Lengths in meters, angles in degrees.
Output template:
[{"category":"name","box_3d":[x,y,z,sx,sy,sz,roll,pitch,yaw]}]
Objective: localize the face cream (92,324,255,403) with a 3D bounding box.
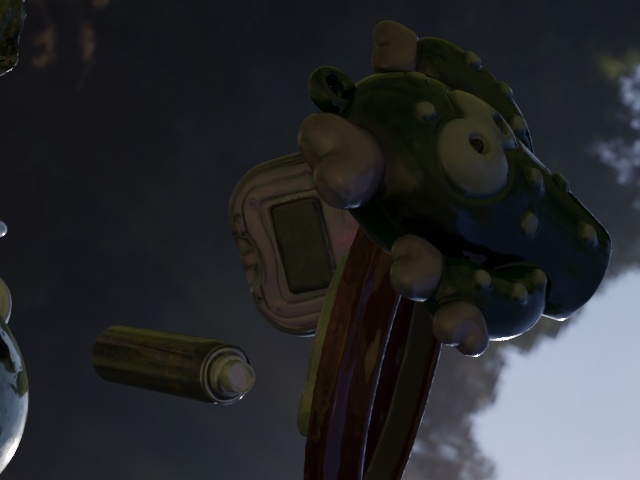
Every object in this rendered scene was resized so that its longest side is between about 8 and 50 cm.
[{"category":"face cream","box_3d":[-0.167,0.144,2.289,0.283,0.073,0.073,4,-109,54]}]

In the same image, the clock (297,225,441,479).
[{"category":"clock","box_3d":[0.040,0.092,1.638,0.318,0.080,0.318,14,90,-77]}]

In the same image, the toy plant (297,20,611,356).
[{"category":"toy plant","box_3d":[0.086,-0.038,1.333,0.112,0.243,0.232,-42,175,35]}]

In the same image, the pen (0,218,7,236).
[{"category":"pen","box_3d":[-0.423,-0.030,2.359,0.233,0.032,0.040,29,43,-79]}]

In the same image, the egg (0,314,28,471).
[{"category":"egg","box_3d":[-0.430,0.134,1.794,0.287,0.379,0.288,-17,-121,32]}]

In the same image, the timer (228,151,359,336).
[{"category":"timer","box_3d":[0.000,0.000,2.267,0.069,0.190,0.209,-56,130,-80]}]

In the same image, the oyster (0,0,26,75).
[{"category":"oyster","box_3d":[-0.435,-0.257,2.026,0.112,0.267,0.198,-121,-141,-81]}]

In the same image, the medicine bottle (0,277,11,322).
[{"category":"medicine bottle","box_3d":[-0.448,0.100,2.526,0.260,0.095,0.095,142,-31,-74]}]
